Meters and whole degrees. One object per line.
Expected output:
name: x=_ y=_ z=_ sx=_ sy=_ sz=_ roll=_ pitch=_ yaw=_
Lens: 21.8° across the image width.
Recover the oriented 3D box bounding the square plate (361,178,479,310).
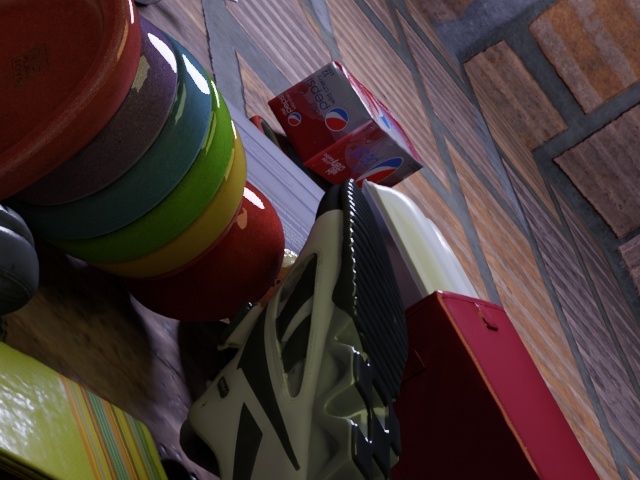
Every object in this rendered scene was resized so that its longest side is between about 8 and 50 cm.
square plate: x=0.135 y=0.114 z=1.536 sx=0.347 sy=0.049 sz=0.344 roll=62 pitch=-3 yaw=8

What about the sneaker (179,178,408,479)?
sneaker: x=-0.024 y=0.087 z=1.090 sx=0.330 sy=0.146 sz=0.122 roll=-82 pitch=152 yaw=-48

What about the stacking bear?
stacking bear: x=-0.123 y=-0.041 z=1.097 sx=0.289 sy=0.164 sz=0.175 roll=49 pitch=21 yaw=-50

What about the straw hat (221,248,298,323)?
straw hat: x=-0.026 y=0.038 z=1.266 sx=0.144 sy=0.061 sz=0.144 roll=15 pitch=2 yaw=-1

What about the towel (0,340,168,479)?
towel: x=-0.161 y=0.101 z=0.925 sx=0.237 sy=0.021 sz=0.102 roll=39 pitch=17 yaw=-47

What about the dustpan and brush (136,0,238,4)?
dustpan and brush: x=-0.159 y=-0.278 z=1.663 sx=0.211 sy=0.060 sz=0.147 roll=37 pitch=24 yaw=-52

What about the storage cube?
storage cube: x=0.088 y=0.170 z=1.258 sx=0.193 sy=0.184 sz=0.215 roll=62 pitch=15 yaw=17

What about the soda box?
soda box: x=0.033 y=-0.116 z=1.843 sx=0.083 sy=0.092 sz=0.263 roll=60 pitch=9 yaw=16

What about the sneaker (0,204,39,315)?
sneaker: x=-0.219 y=0.037 z=0.757 sx=0.267 sy=0.101 sz=0.106 roll=1 pitch=67 yaw=-63

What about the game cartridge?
game cartridge: x=-0.053 y=-0.016 z=1.457 sx=0.355 sy=0.068 sz=0.230 roll=43 pitch=24 yaw=-44

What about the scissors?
scissors: x=0.000 y=0.000 z=1.679 sx=0.109 sy=0.021 sz=0.297 roll=36 pitch=26 yaw=-60
